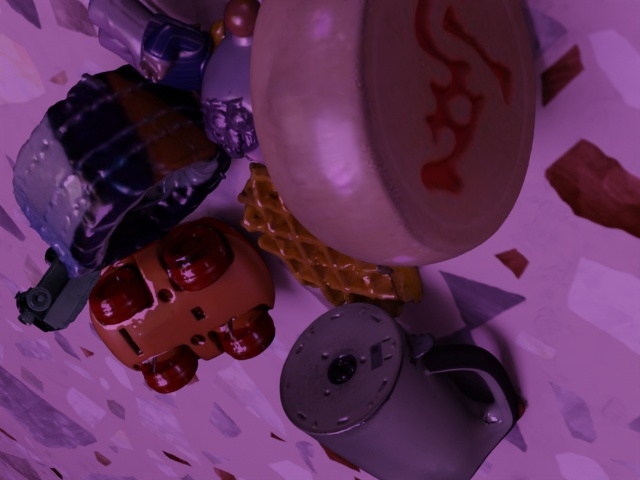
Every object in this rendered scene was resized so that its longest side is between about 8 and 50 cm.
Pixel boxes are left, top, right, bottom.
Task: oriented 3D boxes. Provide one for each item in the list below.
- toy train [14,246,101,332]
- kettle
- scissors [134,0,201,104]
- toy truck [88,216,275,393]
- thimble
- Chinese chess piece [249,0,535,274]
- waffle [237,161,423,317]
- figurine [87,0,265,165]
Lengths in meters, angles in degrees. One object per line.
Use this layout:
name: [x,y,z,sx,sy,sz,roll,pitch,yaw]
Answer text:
toy train: [-0.423,0.076,1.460,0.099,0.172,0.070,40,148,-23]
kettle: [0.111,0.197,1.068,0.240,0.165,0.255,-26,133,22]
scissors: [-0.159,-0.218,0.988,0.176,0.022,0.085,43,138,-7]
toy truck: [-0.194,0.059,1.232,0.264,0.239,0.189,-24,119,9]
thimble: [-0.227,-0.076,1.010,0.150,0.237,0.237,50,148,9]
Chinese chess piece: [0.065,-0.113,0.672,0.102,0.273,0.273,2,131,39]
waffle: [0.000,0.000,1.057,0.219,0.057,0.229,11,138,36]
figurine: [-0.106,-0.172,0.880,0.274,0.133,0.194,35,159,-11]
